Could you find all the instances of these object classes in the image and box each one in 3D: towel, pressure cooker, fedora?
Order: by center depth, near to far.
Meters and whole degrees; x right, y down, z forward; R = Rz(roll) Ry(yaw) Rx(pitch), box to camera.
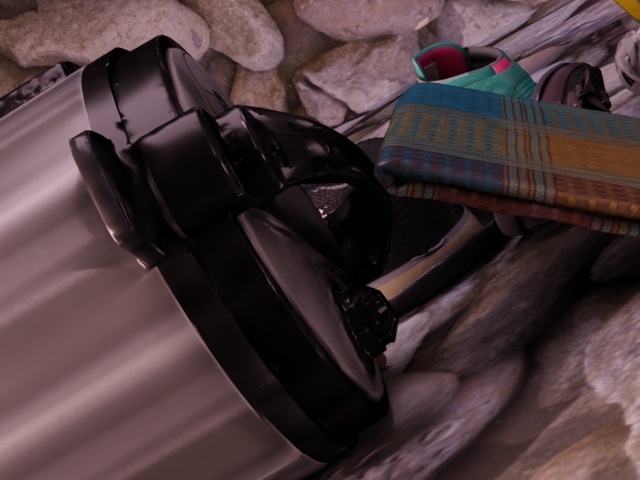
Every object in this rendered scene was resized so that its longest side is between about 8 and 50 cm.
[{"bbox_3d":[-0.137,0.052,1.132,0.420,0.375,0.370,-31,23,8],"label":"pressure cooker"},{"bbox_3d":[0.187,-0.069,1.221,0.271,0.040,0.370,10,16,4],"label":"towel"},{"bbox_3d":[0.040,-0.014,1.554,0.334,0.152,0.334,-31,8,5],"label":"fedora"}]

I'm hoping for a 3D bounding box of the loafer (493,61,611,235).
[{"bbox_3d":[0.262,-0.098,1.496,0.095,0.109,0.302,-6,28,29],"label":"loafer"}]

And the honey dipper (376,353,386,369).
[{"bbox_3d":[0.003,0.124,1.338,0.160,0.030,0.030,-17,17,47],"label":"honey dipper"}]

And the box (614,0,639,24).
[{"bbox_3d":[0.559,-0.498,2.139,0.290,0.177,0.279,-41,-8,-46],"label":"box"}]

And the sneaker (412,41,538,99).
[{"bbox_3d":[0.158,-0.157,1.862,0.295,0.178,0.124,-24,11,43],"label":"sneaker"}]

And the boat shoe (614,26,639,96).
[{"bbox_3d":[0.379,-0.206,1.657,0.088,0.096,0.267,-35,7,9],"label":"boat shoe"}]
